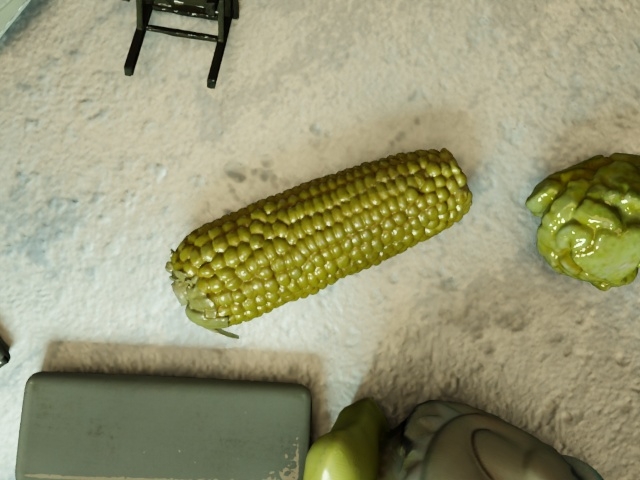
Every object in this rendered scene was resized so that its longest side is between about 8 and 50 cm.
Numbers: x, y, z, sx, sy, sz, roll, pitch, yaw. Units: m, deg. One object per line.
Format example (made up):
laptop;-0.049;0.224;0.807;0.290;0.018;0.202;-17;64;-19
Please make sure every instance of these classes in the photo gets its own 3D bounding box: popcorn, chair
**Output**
popcorn;0.234;-0.015;0.931;0.120;0.116;0.106;-46;129;-35
chair;-0.104;-0.241;0.939;0.084;0.101;0.212;10;56;-1

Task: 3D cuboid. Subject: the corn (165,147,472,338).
corn;-0.002;-0.004;0.936;0.260;0.091;0.091;-21;121;-2

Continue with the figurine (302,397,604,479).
figurine;0.133;0.327;0.863;0.378;0.266;0.361;21;108;9

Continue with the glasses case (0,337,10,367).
glasses case;-0.364;0.129;0.971;0.191;0.042;0.072;-35;99;2

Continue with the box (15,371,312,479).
box;-0.130;0.167;0.953;0.244;0.055;0.103;3;74;0

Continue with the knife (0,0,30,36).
knife;-0.219;-0.255;0.921;0.336;0.043;0.081;-40;68;18
